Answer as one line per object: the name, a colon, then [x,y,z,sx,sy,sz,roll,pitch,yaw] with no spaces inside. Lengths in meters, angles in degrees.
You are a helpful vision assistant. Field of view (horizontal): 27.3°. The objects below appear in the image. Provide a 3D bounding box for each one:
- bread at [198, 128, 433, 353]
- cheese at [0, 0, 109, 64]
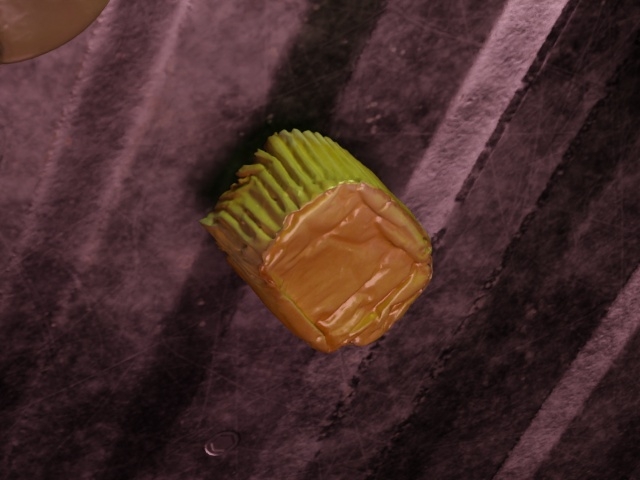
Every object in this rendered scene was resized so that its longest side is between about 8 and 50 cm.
bread: [0.000,0.000,1.343,0.179,0.133,0.250,-41,139,8]
cheese: [-0.236,-0.232,1.034,0.175,0.091,0.202,-8,133,-18]
